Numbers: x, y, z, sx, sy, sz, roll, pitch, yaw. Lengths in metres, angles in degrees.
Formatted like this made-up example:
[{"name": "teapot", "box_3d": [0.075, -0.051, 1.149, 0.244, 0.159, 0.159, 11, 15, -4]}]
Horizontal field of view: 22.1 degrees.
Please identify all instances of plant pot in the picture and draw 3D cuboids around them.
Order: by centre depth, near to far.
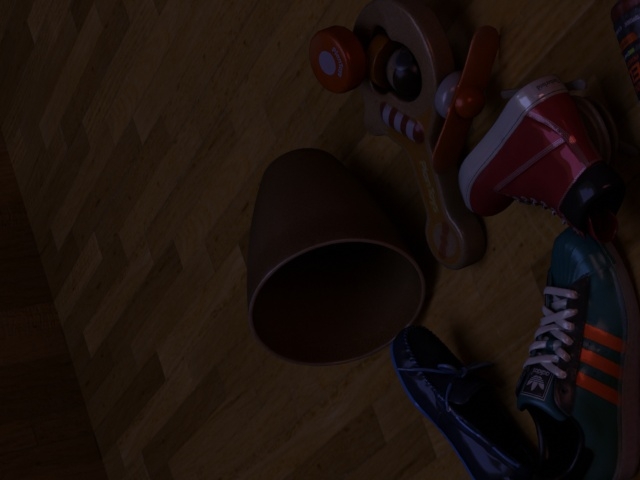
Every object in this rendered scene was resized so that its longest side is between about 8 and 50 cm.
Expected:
[{"name": "plant pot", "box_3d": [0.000, 0.000, 2.235, 0.254, 0.237, 0.237, -105, 22, -45]}]

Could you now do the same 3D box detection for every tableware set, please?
[{"name": "tableware set", "box_3d": [0.276, -0.121, 1.820, 0.194, 0.039, 0.128, 4, 115, 68]}]

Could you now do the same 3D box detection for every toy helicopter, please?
[{"name": "toy helicopter", "box_3d": [0.141, -0.134, 2.021, 0.235, 0.140, 0.355, -2, 109, 54]}]

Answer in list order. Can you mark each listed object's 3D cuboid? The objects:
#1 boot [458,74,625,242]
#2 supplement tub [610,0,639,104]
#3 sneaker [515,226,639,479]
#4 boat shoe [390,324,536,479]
[{"name": "boot", "box_3d": [0.244, -0.046, 1.802, 0.176, 0.088, 0.244, 59, 155, 16]}, {"name": "supplement tub", "box_3d": [0.356, -0.150, 1.577, 0.106, 0.106, 0.198, -38, 66, 60]}, {"name": "sneaker", "box_3d": [0.278, 0.135, 1.816, 0.108, 0.121, 0.302, 8, 106, 62]}, {"name": "boat shoe", "box_3d": [0.192, 0.201, 2.061, 0.258, 0.109, 0.089, 50, 137, 17]}]
